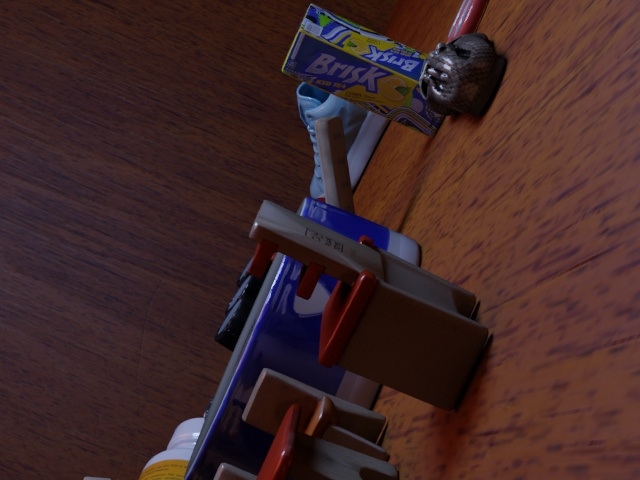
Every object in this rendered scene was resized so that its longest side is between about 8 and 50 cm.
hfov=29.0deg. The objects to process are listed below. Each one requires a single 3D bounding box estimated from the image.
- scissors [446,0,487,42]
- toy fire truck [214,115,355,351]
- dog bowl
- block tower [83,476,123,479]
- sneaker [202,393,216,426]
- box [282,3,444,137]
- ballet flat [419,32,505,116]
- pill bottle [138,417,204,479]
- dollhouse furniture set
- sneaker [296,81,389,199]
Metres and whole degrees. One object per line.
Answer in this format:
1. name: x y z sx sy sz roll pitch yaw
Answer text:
1. scissors: 0.198 -0.332 1.294 0.109 0.021 0.297 -70 3 -69
2. toy fire truck: 0.000 0.000 1.266 0.246 0.158 0.217 -53 8 20
3. dog bowl: -0.017 0.102 1.038 0.265 0.104 0.265 -157 90 -86
4. block tower: -0.205 0.404 1.269 0.097 0.090 0.336 -83 -2 -59
5. sneaker: -0.090 0.272 1.276 0.271 0.100 0.108 -74 -12 -60
6. box: 0.051 -0.170 1.244 0.054 0.168 0.059 -71 6 -48
7. ballet flat: 0.113 -0.150 1.089 0.250 0.058 0.084 -85 19 -79
8. pill bottle: -0.159 0.328 1.430 0.246 0.136 0.136 -70 5 -48
9. dollhouse furniture set: -0.022 0.124 0.699 0.262 0.135 0.259 -83 16 -78
10. sneaker: 0.026 -0.197 1.967 0.366 0.150 0.135 117 176 -46
